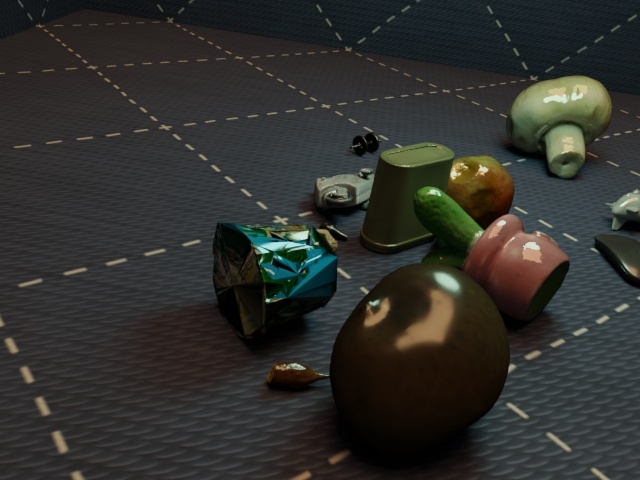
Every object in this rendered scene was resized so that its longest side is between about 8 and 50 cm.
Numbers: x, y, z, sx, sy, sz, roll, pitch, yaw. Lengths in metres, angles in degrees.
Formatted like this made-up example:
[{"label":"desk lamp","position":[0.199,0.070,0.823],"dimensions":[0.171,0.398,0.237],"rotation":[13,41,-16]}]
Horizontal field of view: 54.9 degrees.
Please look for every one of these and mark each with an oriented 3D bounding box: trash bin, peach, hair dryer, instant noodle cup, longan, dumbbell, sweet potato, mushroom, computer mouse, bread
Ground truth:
[{"label":"trash bin","position":[0.226,-0.111,1.582],"dimensions":[0.243,0.247,0.121],"rotation":[-15,39,-36]},{"label":"peach","position":[0.409,-0.133,1.720],"dimensions":[0.236,0.214,0.214],"rotation":[-8,32,-4]},{"label":"hair dryer","position":[0.042,-0.031,1.624],"dimensions":[0.079,0.031,0.083],"rotation":[24,25,7]},{"label":"instant noodle cup","position":[-0.092,0.066,1.234],"dimensions":[0.178,0.240,0.240],"rotation":[-12,36,-32]},{"label":"longan","position":[0.170,0.196,1.045],"dimensions":[0.288,0.288,0.350],"rotation":[29,48,31]},{"label":"dumbbell","position":[0.154,-0.329,2.102],"dimensions":[0.147,0.069,0.069],"rotation":[-20,40,-39]},{"label":"sweet potato","position":[-0.037,0.243,1.120],"dimensions":[0.117,0.049,0.049],"rotation":[6,30,-11]},{"label":"mushroom","position":[0.853,-0.431,2.189],"dimensions":[0.353,0.325,0.353],"rotation":[13,29,-7]},{"label":"computer mouse","position":[0.829,0.039,1.656],"dimensions":[0.120,0.057,0.232],"rotation":[4,30,-7]},{"label":"bread","position":[0.000,0.000,1.548],"dimensions":[0.070,0.035,0.083],"rotation":[-2,29,-19]}]

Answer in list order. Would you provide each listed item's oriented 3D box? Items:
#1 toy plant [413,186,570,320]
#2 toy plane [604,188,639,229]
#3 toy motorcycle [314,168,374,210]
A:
[{"label":"toy plant","position":[0.385,0.033,1.444],"dimensions":[0.356,0.210,0.317],"rotation":[28,-2,30]},{"label":"toy plane","position":[0.980,-0.088,1.859],"dimensions":[0.245,0.117,0.244],"rotation":[4,12,-1]},{"label":"toy motorcycle","position":[0.060,-0.147,1.750],"dimensions":[0.171,0.110,0.260],"rotation":[10,23,27]}]
